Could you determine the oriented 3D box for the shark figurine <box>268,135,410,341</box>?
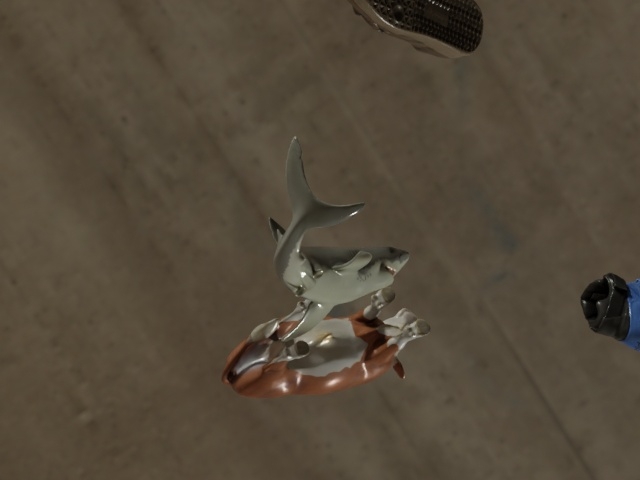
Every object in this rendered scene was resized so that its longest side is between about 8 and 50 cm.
[{"bbox_3d":[-0.021,0.003,1.758,0.116,0.166,0.278,56,-176,26],"label":"shark figurine"}]

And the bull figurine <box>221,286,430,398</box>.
[{"bbox_3d":[0.025,0.135,2.152,0.188,0.310,0.101,-50,59,51],"label":"bull figurine"}]

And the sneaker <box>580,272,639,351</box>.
[{"bbox_3d":[0.289,0.050,1.558,0.085,0.058,0.152,21,-148,4],"label":"sneaker"}]

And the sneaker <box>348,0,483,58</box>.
[{"bbox_3d":[0.048,-0.181,1.254,0.071,0.066,0.188,6,166,38],"label":"sneaker"}]
